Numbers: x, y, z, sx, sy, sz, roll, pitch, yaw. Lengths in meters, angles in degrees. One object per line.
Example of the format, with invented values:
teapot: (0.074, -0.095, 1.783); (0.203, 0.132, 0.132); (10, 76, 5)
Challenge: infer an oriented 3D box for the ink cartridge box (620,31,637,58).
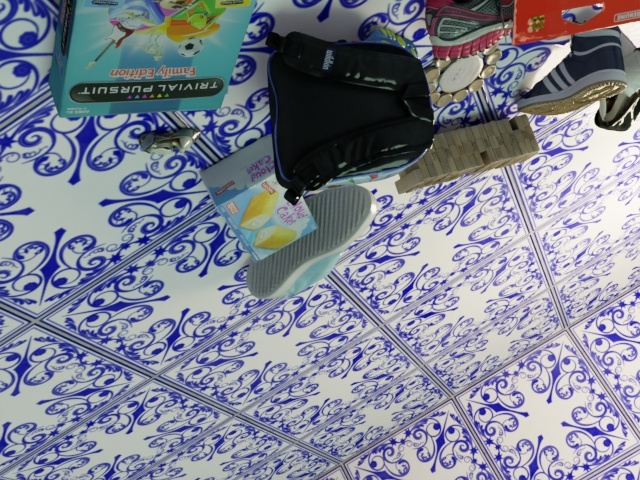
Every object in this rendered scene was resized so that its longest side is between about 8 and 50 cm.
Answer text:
ink cartridge box: (0.623, -0.383, 2.002); (0.090, 0.092, 0.143); (-42, 148, 24)

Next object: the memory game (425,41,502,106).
memory game: (0.272, -0.330, 1.851); (0.186, 0.012, 0.186); (-22, 151, -13)

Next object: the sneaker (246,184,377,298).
sneaker: (0.000, 0.000, 2.041); (0.366, 0.135, 0.150); (-36, 160, 31)

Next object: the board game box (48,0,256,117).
board game box: (-0.226, -0.316, 1.312); (0.254, 0.079, 0.336); (-8, 147, -27)

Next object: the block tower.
block tower: (0.310, -0.187, 2.013); (0.335, 0.097, 0.091); (-17, 172, -26)

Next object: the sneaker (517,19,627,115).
sneaker: (0.514, -0.355, 1.953); (0.099, 0.153, 0.282); (5, 171, -29)

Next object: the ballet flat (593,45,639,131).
ballet flat: (0.634, -0.313, 1.938); (0.096, 0.095, 0.280); (-7, 147, -11)

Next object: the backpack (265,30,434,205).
backpack: (0.049, -0.203, 1.562); (0.263, 0.276, 0.213); (-5, -178, -1)

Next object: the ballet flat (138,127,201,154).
ballet flat: (-0.251, -0.164, 1.612); (0.114, 0.041, 0.041); (-11, 147, -32)

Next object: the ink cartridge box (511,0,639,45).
ink cartridge box: (0.449, -0.448, 1.559); (0.275, 0.060, 0.239); (-13, 122, -13)

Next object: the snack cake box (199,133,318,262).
snack cake box: (-0.113, -0.075, 1.834); (0.152, 0.089, 0.264); (-28, 152, 0)

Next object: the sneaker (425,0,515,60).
sneaker: (0.317, -0.416, 1.653); (0.299, 0.121, 0.112); (-29, 114, -21)

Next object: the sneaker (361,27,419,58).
sneaker: (0.123, -0.323, 1.685); (0.078, 0.067, 0.188); (-19, 161, 30)
